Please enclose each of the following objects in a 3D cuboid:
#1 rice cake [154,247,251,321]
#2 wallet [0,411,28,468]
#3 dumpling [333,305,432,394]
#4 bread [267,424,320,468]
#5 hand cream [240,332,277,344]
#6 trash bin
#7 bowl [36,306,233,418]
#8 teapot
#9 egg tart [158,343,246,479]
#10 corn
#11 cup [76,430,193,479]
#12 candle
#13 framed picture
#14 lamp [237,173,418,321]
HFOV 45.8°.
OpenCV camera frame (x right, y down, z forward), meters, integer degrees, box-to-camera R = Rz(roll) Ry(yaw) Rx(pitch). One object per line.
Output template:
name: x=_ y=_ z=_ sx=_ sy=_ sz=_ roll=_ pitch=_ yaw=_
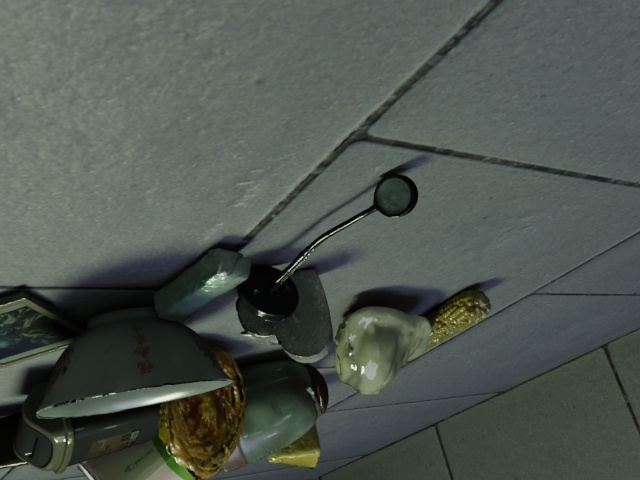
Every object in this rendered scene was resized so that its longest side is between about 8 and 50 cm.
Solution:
rice cake: x=-0.207 y=0.077 z=1.291 sx=0.206 sy=0.063 sz=0.069 roll=-32 pitch=150 yaw=31
wallet: x=-0.601 y=0.444 z=1.738 sx=0.309 sy=0.165 sz=0.042 roll=-6 pitch=118 yaw=-21
dumpling: x=0.149 y=0.250 z=1.748 sx=0.242 sy=0.187 sz=0.318 roll=-9 pitch=153 yaw=-7
bread: x=-0.111 y=0.526 z=2.136 sx=0.178 sy=0.240 sz=0.135 roll=-4 pitch=139 yaw=-17
hand cream: x=-0.101 y=0.214 z=1.694 sx=0.142 sy=0.053 sz=0.084 roll=-10 pitch=159 yaw=10
trash bin: x=-0.499 y=0.377 z=1.628 sx=0.290 sy=0.182 sz=0.209 roll=-7 pitch=145 yaw=-34
bowl: x=-0.337 y=0.212 z=1.365 sx=0.345 sy=0.157 sz=0.345 roll=-10 pitch=165 yaw=-3
teapot: x=-0.135 y=0.427 z=1.932 sx=0.312 sy=0.233 sz=0.315 roll=-17 pitch=166 yaw=-12
egg tart: x=-0.269 y=0.375 z=1.656 sx=0.132 sy=0.297 sz=0.297 roll=-6 pitch=163 yaw=27
corn: x=0.311 y=0.202 z=1.881 sx=0.086 sy=0.087 sz=0.288 roll=1 pitch=152 yaw=-34
cup: x=-0.406 y=0.555 z=1.846 sx=0.274 sy=0.253 sz=0.253 roll=-38 pitch=166 yaw=-25
candle: x=-0.051 y=0.131 z=1.427 sx=0.169 sy=0.192 sz=0.068 roll=-57 pitch=165 yaw=-17
framed picture: x=-0.539 y=0.161 z=1.320 sx=0.208 sy=0.019 sz=0.281 roll=-19 pitch=158 yaw=4
lamp: x=0.018 y=0.002 z=1.273 sx=0.371 sy=0.130 sz=0.108 roll=-42 pitch=158 yaw=24
